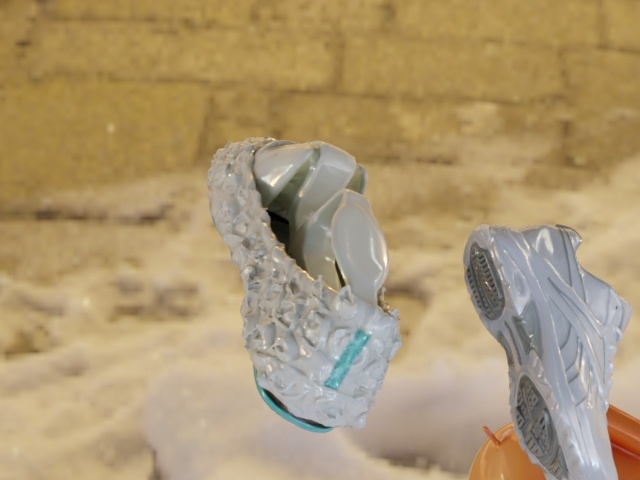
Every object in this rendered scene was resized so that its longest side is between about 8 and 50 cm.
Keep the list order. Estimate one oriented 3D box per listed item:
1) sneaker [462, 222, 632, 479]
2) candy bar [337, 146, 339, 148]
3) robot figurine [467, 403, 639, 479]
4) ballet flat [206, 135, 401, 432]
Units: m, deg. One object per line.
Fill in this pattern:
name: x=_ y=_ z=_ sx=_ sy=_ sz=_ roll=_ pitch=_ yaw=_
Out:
sneaker: x=0.198 y=0.086 z=1.490 sx=0.115 sy=0.090 sz=0.232 roll=-12 pitch=78 yaw=-20
candy bar: x=-0.018 y=-0.039 z=2.193 sx=0.018 sy=0.161 sz=0.040 roll=13 pitch=37 yaw=-34
robot figurine: x=0.218 y=0.221 z=1.646 sx=0.219 sy=0.158 sz=0.128 roll=17 pitch=53 yaw=-20
ballet flat: x=0.000 y=0.000 z=1.612 sx=0.147 sy=0.147 sz=0.409 roll=-3 pitch=32 yaw=-10
